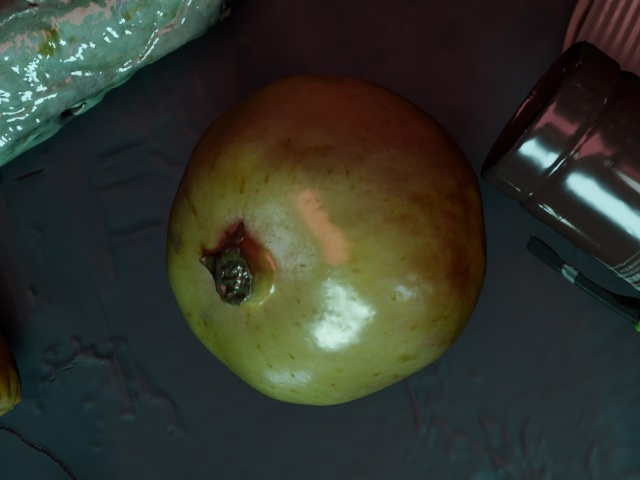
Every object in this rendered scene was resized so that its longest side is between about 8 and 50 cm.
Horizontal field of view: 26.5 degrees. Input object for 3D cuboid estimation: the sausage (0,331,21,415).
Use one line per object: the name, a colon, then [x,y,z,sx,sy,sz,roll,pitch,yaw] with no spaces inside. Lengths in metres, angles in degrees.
sausage: [-0.314,0.016,0.867,0.300,0.083,0.089,40,107,7]

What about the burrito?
burrito: [-0.172,-0.112,0.846,0.309,0.066,0.096,-32,125,3]

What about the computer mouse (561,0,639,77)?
computer mouse: [0.238,-0.165,0.801,0.145,0.082,0.237,27,92,6]

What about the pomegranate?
pomegranate: [0.000,0.000,0.776,0.191,0.191,0.191,0,89,7]

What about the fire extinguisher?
fire extinguisher: [0.246,0.034,0.772,0.341,0.141,0.105,37,51,-4]
